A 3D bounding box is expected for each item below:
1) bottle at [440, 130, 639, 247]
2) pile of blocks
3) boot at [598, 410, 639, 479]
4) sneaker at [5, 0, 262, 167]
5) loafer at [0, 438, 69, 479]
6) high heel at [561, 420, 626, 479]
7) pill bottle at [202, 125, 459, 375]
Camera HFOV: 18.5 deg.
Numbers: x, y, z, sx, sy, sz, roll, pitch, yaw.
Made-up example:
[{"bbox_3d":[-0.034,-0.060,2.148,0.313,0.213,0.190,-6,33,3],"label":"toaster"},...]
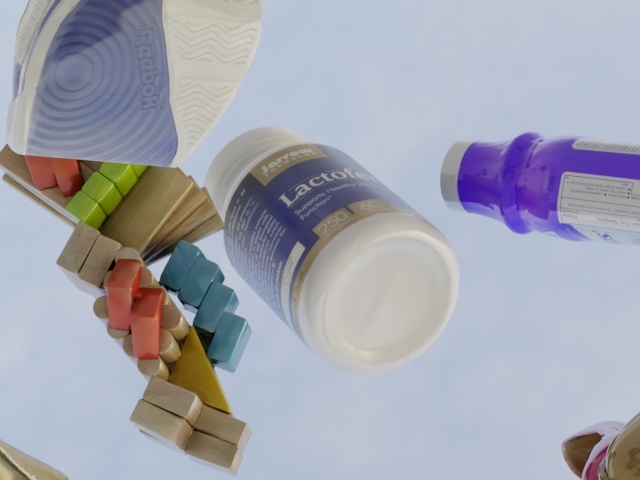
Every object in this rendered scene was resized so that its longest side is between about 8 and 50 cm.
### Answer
[{"bbox_3d":[0.239,-0.042,1.697,0.283,0.118,0.092,8,-91,33],"label":"bottle"},{"bbox_3d":[-0.143,0.019,1.621,0.149,0.112,0.362,-29,-105,-3],"label":"pile of blocks"},{"bbox_3d":[0.260,0.017,1.218,0.089,0.269,0.236,21,-146,40],"label":"boot"},{"bbox_3d":[-0.104,-0.208,1.147,0.127,0.315,0.182,8,-162,-21],"label":"sneaker"},{"bbox_3d":[-0.139,0.106,0.821,0.056,0.148,0.050,-13,-149,35],"label":"loafer"},{"bbox_3d":[0.220,0.185,1.598,0.117,0.244,0.082,-4,-84,24],"label":"high heel"},{"bbox_3d":[0.000,0.000,1.780,0.153,0.153,0.265,-38,-144,-7],"label":"pill bottle"}]
